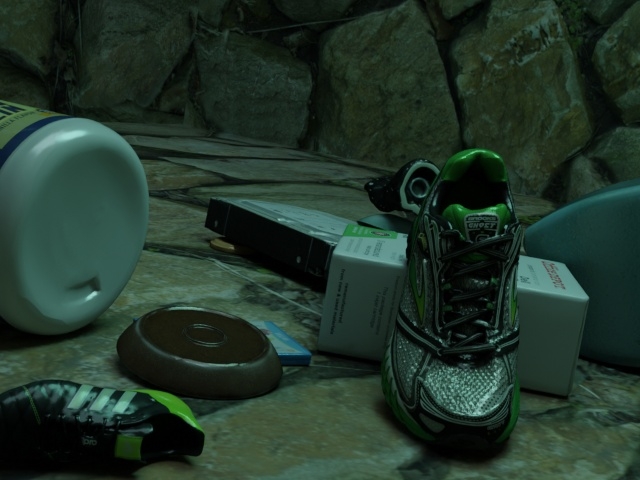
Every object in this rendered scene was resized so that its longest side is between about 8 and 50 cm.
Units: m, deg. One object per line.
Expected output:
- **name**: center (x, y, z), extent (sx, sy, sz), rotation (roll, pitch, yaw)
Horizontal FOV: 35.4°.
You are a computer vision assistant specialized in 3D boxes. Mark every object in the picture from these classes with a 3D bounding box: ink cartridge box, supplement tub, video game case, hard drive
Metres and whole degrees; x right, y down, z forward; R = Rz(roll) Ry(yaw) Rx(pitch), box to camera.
- **ink cartridge box**: center (0.156, 0.076, 1.202), extent (0.289, 0.122, 0.211), rotation (10, 11, 4)
- **supplement tub**: center (-0.372, -0.041, 1.087), extent (0.316, 0.228, 0.228), rotation (14, 11, 27)
- **video game case**: center (-0.108, 0.109, 1.090), extent (0.166, 0.015, 0.119), rotation (4, 11, -27)
- **hard drive**: center (0.000, 0.000, 1.603), extent (0.237, 0.064, 0.339), rotation (7, 10, -38)

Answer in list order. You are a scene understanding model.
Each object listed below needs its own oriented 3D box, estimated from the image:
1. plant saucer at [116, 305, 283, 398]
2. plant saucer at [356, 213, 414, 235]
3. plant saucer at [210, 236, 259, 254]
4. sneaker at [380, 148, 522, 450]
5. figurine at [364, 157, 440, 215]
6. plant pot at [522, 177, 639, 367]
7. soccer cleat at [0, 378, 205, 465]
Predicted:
- **plant saucer**: center (-0.117, 0.105, 1.001), extent (0.168, 0.029, 0.168), rotation (12, 17, -4)
- **plant saucer**: center (0.156, -0.006, 1.708), extent (0.195, 0.037, 0.195), rotation (26, -4, 2)
- **plant saucer**: center (-0.137, 0.007, 1.628), extent (0.083, 0.013, 0.083), rotation (10, 10, -2)
- **sneaker**: center (0.132, 0.048, 0.982), extent (0.134, 0.146, 0.343), rotation (4, 48, 0)
- **figurine**: center (0.192, -0.054, 1.707), extent (0.215, 0.092, 0.209), rotation (27, -8, -15)
- **plant pot**: center (0.411, 0.036, 1.343), extent (0.252, 0.247, 0.248), rotation (-5, 5, 21)
- **soccer cleat**: center (-0.169, 0.140, 0.750), extent (0.179, 0.060, 0.072), rotation (5, 12, -37)
